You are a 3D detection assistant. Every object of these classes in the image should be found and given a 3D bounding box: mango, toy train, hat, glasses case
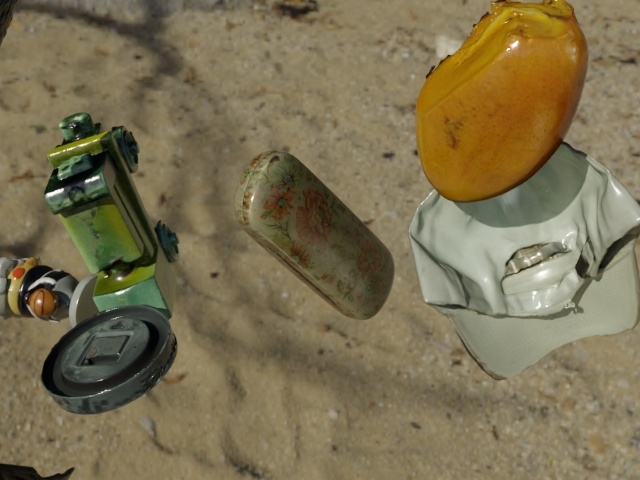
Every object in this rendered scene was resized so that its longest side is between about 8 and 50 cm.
[{"bbox_3d":[0.184,-0.137,0.962,0.154,0.252,0.126,21,40,-5],"label":"mango"},{"bbox_3d":[-0.372,-0.029,1.637,0.160,0.397,0.253,-17,28,4],"label":"toy train"},{"bbox_3d":[0.263,0.029,1.112,0.258,0.301,0.168,-21,42,13],"label":"hat"},{"bbox_3d":[0.000,0.000,1.638,0.098,0.425,0.156,8,65,43],"label":"glasses case"}]

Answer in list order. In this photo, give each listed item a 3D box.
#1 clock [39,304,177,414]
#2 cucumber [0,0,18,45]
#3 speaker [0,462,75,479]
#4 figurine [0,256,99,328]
[{"bbox_3d":[-0.345,0.193,1.489,0.226,0.049,0.226,-14,31,8],"label":"clock"},{"bbox_3d":[-0.490,-0.256,1.266,0.068,0.293,0.067,18,-8,2],"label":"cucumber"},{"bbox_3d":[-0.473,0.519,1.420,0.184,0.180,0.388,22,21,-32],"label":"speaker"},{"bbox_3d":[-0.550,0.104,1.776,0.236,0.132,0.176,12,1,20],"label":"figurine"}]
